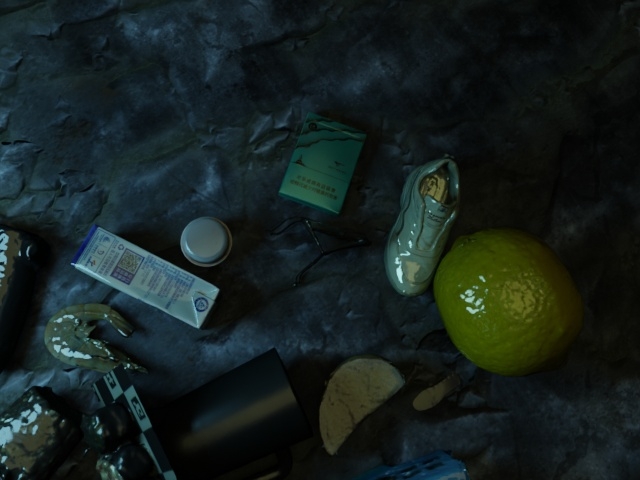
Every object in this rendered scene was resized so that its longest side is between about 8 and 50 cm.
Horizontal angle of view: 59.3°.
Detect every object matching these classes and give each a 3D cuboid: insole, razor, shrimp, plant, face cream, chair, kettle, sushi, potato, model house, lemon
[{"bbox_3d":[0.279,0.363,1.347,0.135,0.002,0.045,-32,85,-11],"label":"insole"},{"bbox_3d":[-0.729,0.121,1.228,0.189,0.107,0.327,15,76,-3],"label":"razor"},{"bbox_3d":[-0.487,0.220,1.264,0.254,0.059,0.145,12,68,1],"label":"shrimp"},{"bbox_3d":[-0.644,0.454,1.139,0.194,0.181,0.321,40,73,2],"label":"plant"},{"bbox_3d":[-0.263,0.006,1.305,0.117,0.104,0.117,1,78,-7],"label":"face cream"},{"bbox_3d":[0.000,0.000,1.308,0.213,0.174,0.149,-24,86,0],"label":"chair"},{"bbox_3d":[-0.186,0.404,1.216,0.307,0.262,0.203,-24,47,-7],"label":"kettle"},{"bbox_3d":[-0.391,0.452,1.100,0.099,0.296,0.373,-23,83,-38],"label":"sushi"},{"bbox_3d":[0.068,0.352,1.278,0.243,0.098,0.138,-43,82,-6],"label":"potato"},{"bbox_3d":[0.193,0.606,1.188,0.302,0.215,0.237,-14,81,-5],"label":"model house"},{"bbox_3d":[0.411,0.134,1.252,0.335,0.336,0.337,1,79,-6],"label":"lemon"}]

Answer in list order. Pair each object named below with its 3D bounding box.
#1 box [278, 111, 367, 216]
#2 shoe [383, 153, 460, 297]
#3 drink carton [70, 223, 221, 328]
[{"bbox_3d":[0.007,-0.191,1.406,0.160,0.042,0.227,20,77,-3],"label":"box"},{"bbox_3d":[0.244,-0.041,1.317,0.132,0.210,0.342,15,78,-4],"label":"shoe"},{"bbox_3d":[-0.380,0.091,1.263,0.314,0.130,0.107,28,78,-1],"label":"drink carton"}]
